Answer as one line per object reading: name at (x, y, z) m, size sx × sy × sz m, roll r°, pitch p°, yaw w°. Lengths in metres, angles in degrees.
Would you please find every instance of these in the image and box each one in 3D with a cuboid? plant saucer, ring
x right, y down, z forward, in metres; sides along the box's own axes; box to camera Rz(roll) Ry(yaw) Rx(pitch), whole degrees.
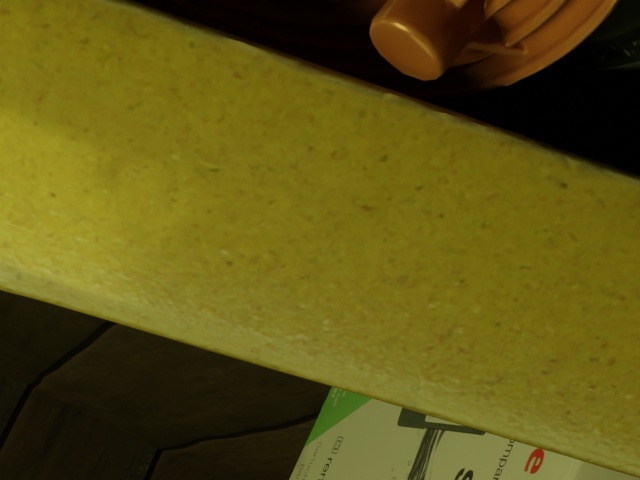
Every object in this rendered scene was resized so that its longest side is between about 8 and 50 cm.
plant saucer at (0.000, 0.000, 0.578) m, size 0.333 × 0.081 × 0.333 m, roll 18°, pitch 180°, yaw -13°
ring at (-0.074, -0.144, 0.379) m, size 0.336 × 0.032 × 0.336 m, roll 32°, pitch 160°, yaw 13°

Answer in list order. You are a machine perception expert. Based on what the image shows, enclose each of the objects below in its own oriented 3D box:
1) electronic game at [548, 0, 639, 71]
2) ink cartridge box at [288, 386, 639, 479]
electronic game at (0.022, -0.119, 0.410) m, size 0.229 × 0.048 × 0.229 m, roll 30°, pitch 162°, yaw 11°
ink cartridge box at (0.094, 0.139, 0.901) m, size 0.115 × 0.198 × 0.273 m, roll 31°, pitch 164°, yaw -22°
